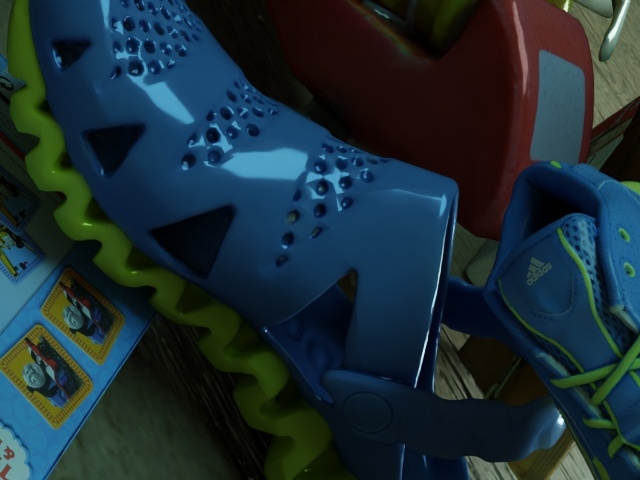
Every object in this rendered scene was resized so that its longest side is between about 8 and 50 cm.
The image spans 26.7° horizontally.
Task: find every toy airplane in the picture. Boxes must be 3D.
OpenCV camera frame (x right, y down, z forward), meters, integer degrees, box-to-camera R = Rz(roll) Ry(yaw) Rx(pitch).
[{"bbox_3d":[0.040,-0.215,0.756,0.384,0.272,0.386,45,32,-9],"label":"toy airplane"}]

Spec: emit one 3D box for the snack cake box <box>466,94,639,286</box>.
[{"bbox_3d":[0.215,-0.030,0.912,0.089,0.152,0.264,51,31,-2],"label":"snack cake box"}]

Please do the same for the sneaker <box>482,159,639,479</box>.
[{"bbox_3d":[0.112,0.065,0.480,0.126,0.091,0.240,27,35,-30],"label":"sneaker"}]

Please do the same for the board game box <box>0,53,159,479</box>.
[{"bbox_3d":[-0.144,0.008,0.508,0.160,0.039,0.211,46,30,-11],"label":"board game box"}]

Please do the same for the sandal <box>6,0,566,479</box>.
[{"bbox_3d":[0.000,0.000,0.555,0.317,0.138,0.126,53,31,-23],"label":"sandal"}]

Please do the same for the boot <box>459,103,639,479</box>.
[{"bbox_3d":[0.168,-0.003,0.639,0.096,0.280,0.264,34,10,-18],"label":"boot"}]
